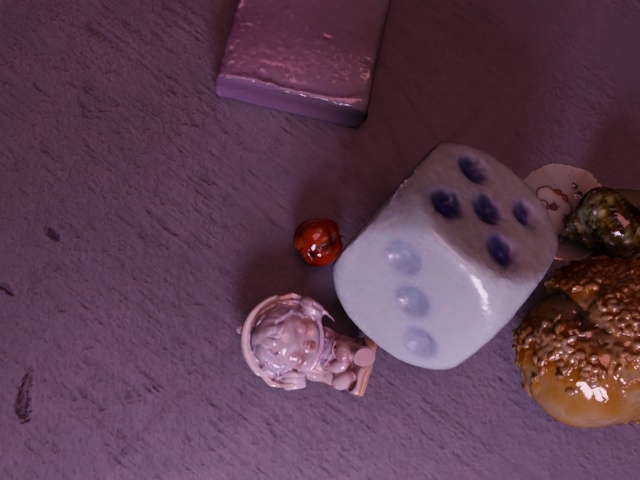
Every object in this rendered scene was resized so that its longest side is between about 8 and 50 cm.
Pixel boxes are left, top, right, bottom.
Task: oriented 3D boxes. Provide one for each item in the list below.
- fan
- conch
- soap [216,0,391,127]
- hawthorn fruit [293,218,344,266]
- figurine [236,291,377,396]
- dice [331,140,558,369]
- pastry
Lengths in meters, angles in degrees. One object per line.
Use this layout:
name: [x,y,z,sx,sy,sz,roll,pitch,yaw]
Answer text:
fan: [0.389,-0.028,1.658,0.329,0.009,0.191,-22,80,-10]
conch: [0.534,-0.033,1.611,0.181,0.187,0.124,19,115,0]
soap: [-0.023,-0.382,1.655,0.285,0.107,0.296,14,76,-1]
hawthorn fruit: [0.000,0.000,1.579,0.093,0.093,0.093,1,77,-5]
figurine: [-0.028,0.178,1.503,0.236,0.141,0.163,22,81,0]
dice: [0.198,0.026,1.454,0.262,0.268,0.265,42,44,2]
pastry: [0.470,0.153,1.489,0.315,0.184,0.284,-38,45,-3]
